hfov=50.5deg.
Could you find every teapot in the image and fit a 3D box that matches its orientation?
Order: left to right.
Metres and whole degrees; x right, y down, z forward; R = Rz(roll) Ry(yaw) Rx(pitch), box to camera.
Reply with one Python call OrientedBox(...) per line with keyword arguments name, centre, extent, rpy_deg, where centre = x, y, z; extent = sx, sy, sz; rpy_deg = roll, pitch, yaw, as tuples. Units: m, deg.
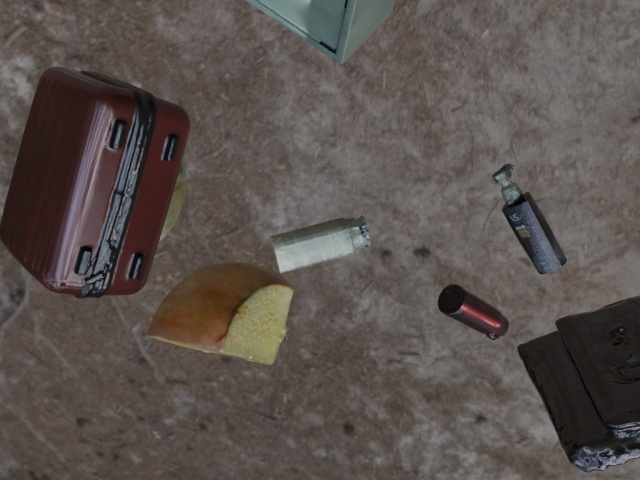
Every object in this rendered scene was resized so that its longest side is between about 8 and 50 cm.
OrientedBox(name="teapot", centre=(0.000, 0.000, 1.413), extent=(0.200, 0.107, 0.077), rpy_deg=(-14, 109, -4))

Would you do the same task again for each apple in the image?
OrientedBox(name="apple", centre=(-0.248, 0.181, 1.612), extent=(0.309, 0.314, 0.252), rpy_deg=(11, 126, 34))

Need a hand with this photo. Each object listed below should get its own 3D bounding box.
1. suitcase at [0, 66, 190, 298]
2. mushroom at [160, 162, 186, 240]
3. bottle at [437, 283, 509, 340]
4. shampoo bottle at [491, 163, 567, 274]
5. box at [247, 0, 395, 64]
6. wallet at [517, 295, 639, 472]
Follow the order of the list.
OrientedBox(name="suitcase", centre=(-0.324, -0.084, 0.964), extent=(0.236, 0.161, 0.297), rpy_deg=(27, 103, 42))
OrientedBox(name="mushroom", centre=(-0.358, -0.124, 1.393), extent=(0.164, 0.267, 0.189), rpy_deg=(-20, 157, 36))
OrientedBox(name="bottle", centre=(0.276, 0.131, 1.200), extent=(0.060, 0.060, 0.164), rpy_deg=(-32, 138, 32))
OrientedBox(name="shampoo bottle", centre=(0.374, -0.040, 1.226), extent=(0.057, 0.063, 0.208), rpy_deg=(-23, 103, 39))
OrientedBox(name="box", centre=(-0.015, -0.364, 0.761), extent=(0.225, 0.117, 0.225), rpy_deg=(36, 155, 10))
OrientedBox(name="wallet", centre=(0.302, 0.128, 0.673), extent=(0.181, 0.229, 0.049), rpy_deg=(-24, 103, 12))
